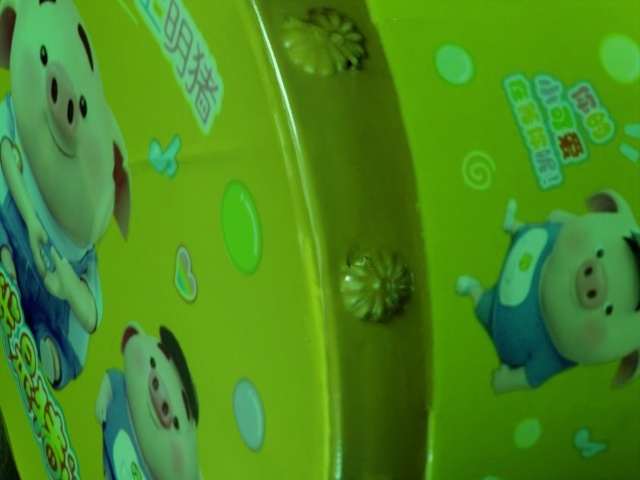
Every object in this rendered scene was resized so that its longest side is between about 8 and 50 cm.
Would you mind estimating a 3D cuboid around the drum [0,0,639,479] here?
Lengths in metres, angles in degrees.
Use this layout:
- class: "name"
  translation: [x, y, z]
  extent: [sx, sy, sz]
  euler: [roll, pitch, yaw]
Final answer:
- class: "drum"
  translation: [0.000, 0.000, 0.852]
  extent: [0.431, 0.214, 0.431]
  euler: [28, 123, 57]
